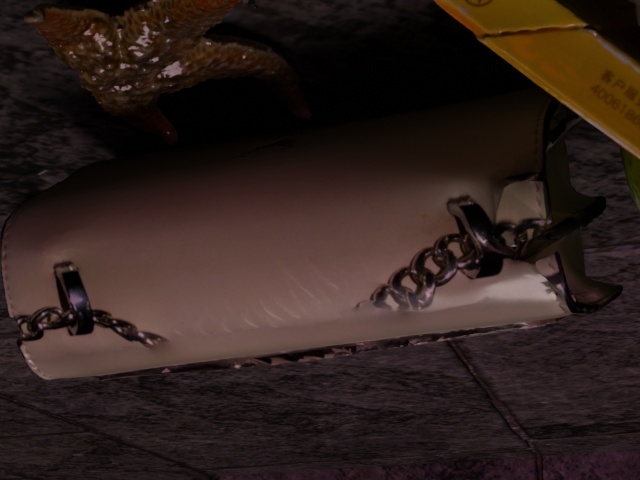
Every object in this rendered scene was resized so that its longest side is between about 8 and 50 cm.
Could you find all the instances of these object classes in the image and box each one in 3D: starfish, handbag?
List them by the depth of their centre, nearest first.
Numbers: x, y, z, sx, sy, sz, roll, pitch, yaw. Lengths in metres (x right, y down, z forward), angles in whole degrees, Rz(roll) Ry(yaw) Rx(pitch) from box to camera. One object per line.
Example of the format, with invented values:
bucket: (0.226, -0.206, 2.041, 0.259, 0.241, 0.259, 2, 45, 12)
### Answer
starfish: (-0.082, -0.109, 0.738, 0.138, 0.050, 0.247, -2, 171, 8)
handbag: (0.000, 0.000, 0.820, 0.359, 0.160, 0.237, -9, -175, 21)

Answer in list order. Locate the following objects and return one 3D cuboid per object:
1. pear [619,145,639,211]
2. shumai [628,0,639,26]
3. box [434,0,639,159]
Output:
pear: (0.316, -0.012, 0.747, 0.292, 0.292, 0.159, 8, 150, -24)
shumai: (0.254, -0.157, 0.473, 0.314, 0.262, 0.267, 39, 119, -1)
box: (0.189, -0.051, 0.573, 0.043, 0.269, 0.152, -58, 163, 25)
